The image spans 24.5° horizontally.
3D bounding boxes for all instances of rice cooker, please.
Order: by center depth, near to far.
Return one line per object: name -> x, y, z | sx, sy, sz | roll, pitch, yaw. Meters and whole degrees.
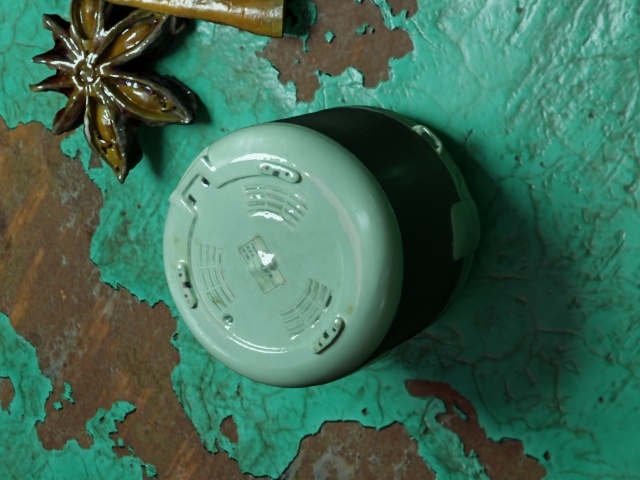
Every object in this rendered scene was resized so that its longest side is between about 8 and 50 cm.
rice cooker -> 0.001, 0.001, 1.542 | 0.288, 0.277, 0.288 | 6, 103, 26

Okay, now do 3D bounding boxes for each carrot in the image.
carrot -> -0.145, -0.265, 1.645 | 0.224, 0.057, 0.057 | 8, 109, 9

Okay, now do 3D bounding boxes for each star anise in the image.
star anise -> -0.233, -0.203, 1.730 | 0.214, 0.099, 0.220 | 35, 104, -3
